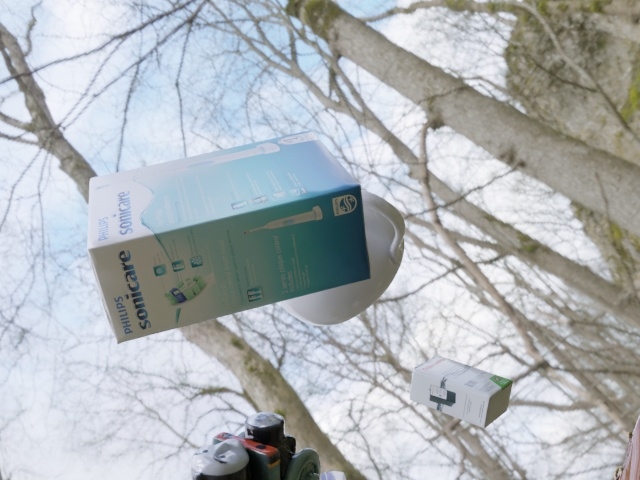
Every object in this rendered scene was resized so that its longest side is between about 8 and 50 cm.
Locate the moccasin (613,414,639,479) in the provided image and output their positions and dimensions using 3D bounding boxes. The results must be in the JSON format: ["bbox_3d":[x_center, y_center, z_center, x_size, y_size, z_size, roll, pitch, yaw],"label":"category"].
[{"bbox_3d":[0.486,0.358,1.008,0.380,0.139,0.147,-49,-17,-50],"label":"moccasin"}]

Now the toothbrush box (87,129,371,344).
[{"bbox_3d":[-0.115,-0.017,0.849,0.296,0.216,0.126,-13,-62,-12],"label":"toothbrush box"}]

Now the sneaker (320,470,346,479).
[{"bbox_3d":[-0.022,0.690,1.598,0.182,0.127,0.315,0,-85,2],"label":"sneaker"}]

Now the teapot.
[{"bbox_3d":[0.000,0.000,1.138,0.256,0.252,0.187,-40,-60,8],"label":"teapot"}]

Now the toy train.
[{"bbox_3d":[-0.094,0.392,0.899,0.190,0.142,0.333,-14,-72,-55],"label":"toy train"}]

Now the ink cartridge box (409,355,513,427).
[{"bbox_3d":[0.346,0.370,1.762,0.153,0.208,0.086,-10,-69,-53],"label":"ink cartridge box"}]
